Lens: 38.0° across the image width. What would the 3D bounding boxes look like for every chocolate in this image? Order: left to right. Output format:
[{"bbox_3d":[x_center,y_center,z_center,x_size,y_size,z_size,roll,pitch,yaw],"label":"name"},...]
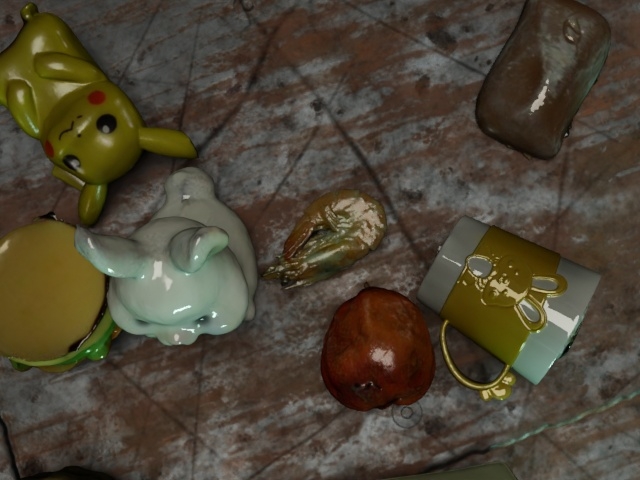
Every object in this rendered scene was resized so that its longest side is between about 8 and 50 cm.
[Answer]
[{"bbox_3d":[0.346,-0.262,1.425,0.161,0.083,0.261,24,85,7],"label":"chocolate"}]

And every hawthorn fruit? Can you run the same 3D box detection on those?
[{"bbox_3d":[0.079,0.158,1.335,0.174,0.173,0.179,6,96,3],"label":"hawthorn fruit"}]

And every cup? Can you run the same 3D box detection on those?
[{"bbox_3d":[0.253,0.100,1.332,0.226,0.185,0.241,31,79,11],"label":"cup"}]

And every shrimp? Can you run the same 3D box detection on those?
[{"bbox_3d":[0.000,0.000,1.421,0.217,0.051,0.115,-31,76,-1],"label":"shrimp"}]

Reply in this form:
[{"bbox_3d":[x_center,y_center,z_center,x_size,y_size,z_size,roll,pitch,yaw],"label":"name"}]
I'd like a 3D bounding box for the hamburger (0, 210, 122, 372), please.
[{"bbox_3d":[-0.389,0.090,1.375,0.237,0.149,0.237,-2,75,7],"label":"hamburger"}]

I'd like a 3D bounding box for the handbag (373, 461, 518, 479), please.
[{"bbox_3d":[0.098,0.407,1.270,0.359,0.237,0.160,-9,84,1],"label":"handbag"}]

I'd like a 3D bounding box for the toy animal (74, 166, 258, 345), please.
[{"bbox_3d":[-0.198,0.019,1.277,0.196,0.367,0.241,-6,94,4],"label":"toy animal"}]

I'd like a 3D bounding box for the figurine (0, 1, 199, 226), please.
[{"bbox_3d":[-0.375,-0.186,1.404,0.218,0.169,0.326,-42,80,12],"label":"figurine"}]

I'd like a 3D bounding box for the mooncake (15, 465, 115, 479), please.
[{"bbox_3d":[-0.373,0.469,1.318,0.291,0.161,0.290,0,84,1],"label":"mooncake"}]
